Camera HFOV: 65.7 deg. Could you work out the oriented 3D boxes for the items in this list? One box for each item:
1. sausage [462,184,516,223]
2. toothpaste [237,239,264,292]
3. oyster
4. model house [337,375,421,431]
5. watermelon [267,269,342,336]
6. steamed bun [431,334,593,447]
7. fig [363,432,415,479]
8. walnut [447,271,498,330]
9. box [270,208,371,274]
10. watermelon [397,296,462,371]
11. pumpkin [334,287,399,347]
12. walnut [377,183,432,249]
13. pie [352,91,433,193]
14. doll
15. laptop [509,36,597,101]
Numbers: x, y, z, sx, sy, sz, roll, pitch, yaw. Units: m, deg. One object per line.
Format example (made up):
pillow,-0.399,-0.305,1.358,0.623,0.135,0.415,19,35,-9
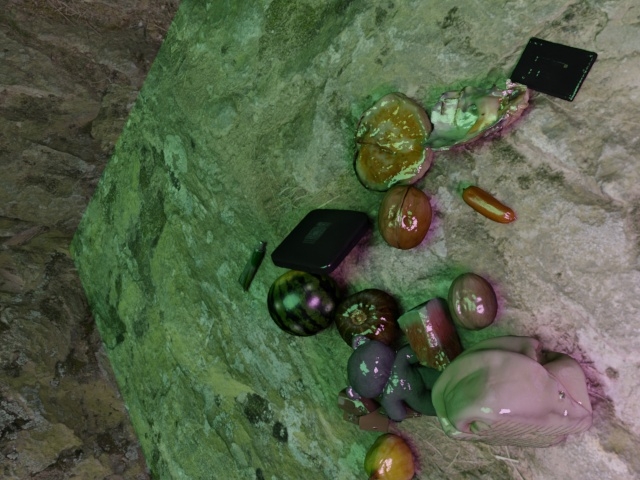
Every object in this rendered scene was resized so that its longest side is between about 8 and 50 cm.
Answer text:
sausage,0.477,-0.101,1.428,0.183,0.054,0.062,44,144,32
toothpaste,-0.294,0.104,2.111,0.078,0.047,0.248,47,119,38
oyster,0.435,-0.356,1.447,0.271,0.100,0.275,41,108,37
model house,0.198,0.524,1.577,0.248,0.176,0.180,7,92,31
watermelon,-0.056,0.212,1.740,0.269,0.269,0.268,-3,85,42
steamed bun,0.474,0.368,1.238,0.342,0.368,0.255,113,164,-57
fig,0.193,0.694,1.506,0.159,0.257,0.159,-1,88,26
walnut,0.428,0.174,1.402,0.140,0.140,0.162,-11,69,41
box,0.000,0.000,1.722,0.290,0.289,0.073,6,135,42
watermelon,0.337,0.302,1.437,0.140,0.193,0.256,-39,64,33
pumpkin,0.164,0.266,1.627,0.219,0.162,0.218,-15,56,24
walnut,0.263,-0.073,1.548,0.167,0.167,0.207,14,99,41
pie,0.230,-0.318,1.648,0.339,0.077,0.339,-7,79,41
doll,0.237,0.422,1.511,0.158,0.341,0.245,174,111,-85
laptop,0.623,-0.467,1.343,0.197,0.016,0.135,35,109,37
